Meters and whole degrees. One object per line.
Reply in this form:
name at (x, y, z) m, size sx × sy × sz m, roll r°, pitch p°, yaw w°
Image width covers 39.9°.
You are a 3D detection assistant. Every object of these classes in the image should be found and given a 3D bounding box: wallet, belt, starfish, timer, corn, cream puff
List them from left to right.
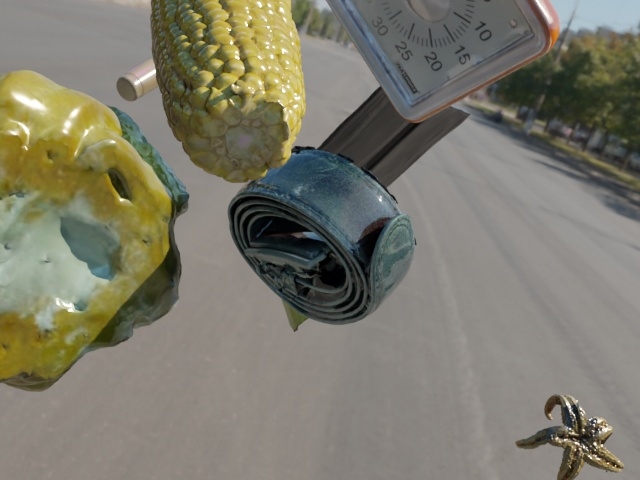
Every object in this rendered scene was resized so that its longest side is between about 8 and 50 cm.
cream puff at (-0.338, -0.011, 1.001) m, size 0.378 × 0.378 × 0.275 m, roll 9°, pitch 13°, yaw -38°
corn at (-0.058, -0.130, 0.537) m, size 0.091 × 0.091 × 0.260 m, roll 34°, pitch 24°, yaw -30°
belt at (0.000, 0.000, 1.016) m, size 0.206 × 0.116 × 0.267 m, roll 53°, pitch -27°, yaw -14°
wallet at (0.119, -0.180, 1.600) m, size 0.323 × 0.247 × 0.041 m, roll 9°, pitch 45°, yaw -56°
timer at (0.147, -0.306, 1.043) m, size 0.257 × 0.161 × 0.250 m, roll 56°, pitch -22°, yaw -8°
starfish at (0.442, 0.363, 1.524) m, size 0.190 × 0.146 × 0.074 m, roll 34°, pitch -11°, yaw -4°

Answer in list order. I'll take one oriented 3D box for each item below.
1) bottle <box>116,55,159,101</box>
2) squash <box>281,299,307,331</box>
bottle at (-0.263, -0.246, 1.327) m, size 0.045 × 0.045 × 0.096 m, roll 24°, pitch 42°, yaw 19°
squash at (-0.041, 0.017, 1.617) m, size 0.137 × 0.287 × 0.137 m, roll -16°, pitch 25°, yaw 8°
